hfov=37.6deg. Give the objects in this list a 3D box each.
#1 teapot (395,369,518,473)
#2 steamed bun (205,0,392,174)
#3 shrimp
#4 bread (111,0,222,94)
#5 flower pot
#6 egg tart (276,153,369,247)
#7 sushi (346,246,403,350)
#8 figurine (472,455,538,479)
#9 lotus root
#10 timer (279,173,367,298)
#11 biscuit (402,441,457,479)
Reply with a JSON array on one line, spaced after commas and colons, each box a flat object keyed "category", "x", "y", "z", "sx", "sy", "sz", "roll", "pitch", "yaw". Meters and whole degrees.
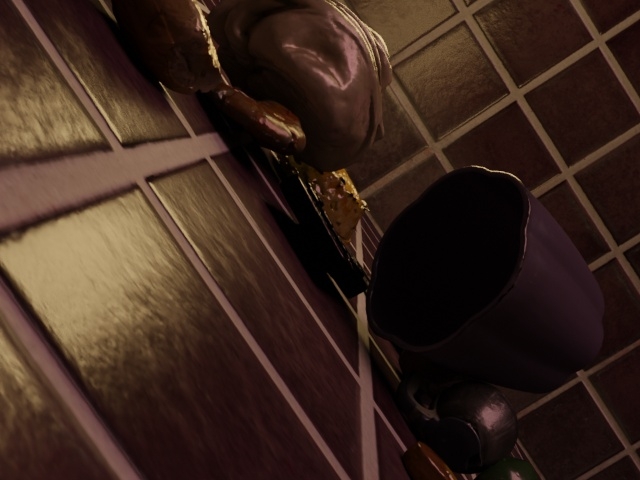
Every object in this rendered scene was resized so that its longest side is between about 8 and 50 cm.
[{"category": "teapot", "x": 0.168, "y": 0.218, "z": 1.146, "sx": 0.108, "sy": 0.111, "sz": 0.149, "roll": -15, "pitch": 79, "yaw": -63}, {"category": "steamed bun", "x": -0.002, "y": -0.262, "z": 1.393, "sx": 0.268, "sy": 0.207, "sz": 0.280, "roll": 37, "pitch": -18, "yaw": 28}, {"category": "shrimp", "x": -0.099, "y": -0.175, "z": 1.257, "sx": 0.154, "sy": 0.062, "sz": 0.294, "roll": 32, "pitch": 3, "yaw": -16}, {"category": "bread", "x": -0.153, "y": -0.208, "z": 0.940, "sx": 0.125, "sy": 0.082, "sz": 0.106, "roll": 72, "pitch": -2, "yaw": -73}, {"category": "flower pot", "x": 0.233, "y": 0.075, "z": 1.221, "sx": 0.243, "sy": 0.265, "sz": 0.265, "roll": 35, "pitch": 16, "yaw": -29}, {"category": "egg tart", "x": 0.006, "y": -0.084, "z": 1.540, "sx": 0.212, "sy": 0.090, "sz": 0.212, "roll": 53, "pitch": 10, "yaw": -13}, {"category": "sushi", "x": 0.145, "y": 0.128, "z": 1.694, "sx": 0.264, "sy": 0.050, "sz": 0.290, "roll": 54, "pitch": 7, "yaw": -27}, {"category": "figurine", "x": 0.265, "y": 0.374, "z": 1.104, "sx": 0.234, "sy": 0.127, "sz": 0.185, "roll": 48, "pitch": -5, "yaw": 22}, {"category": "lotus root", "x": 0.174, "y": 0.185, "z": 1.350, "sx": 0.122, "sy": 0.112, "sz": 0.081, "roll": 8, "pitch": 52, "yaw": -39}, {"category": "timer", "x": 0.000, "y": 0.000, "z": 1.206, "sx": 0.144, "sy": 0.055, "sz": 0.187, "roll": 61, "pitch": 3, "yaw": 16}, {"category": "biscuit", "x": 0.178, "y": 0.334, "z": 0.923, "sx": 0.295, "sy": 0.044, "sz": 0.186, "roll": 55, "pitch": 8, "yaw": -13}]
